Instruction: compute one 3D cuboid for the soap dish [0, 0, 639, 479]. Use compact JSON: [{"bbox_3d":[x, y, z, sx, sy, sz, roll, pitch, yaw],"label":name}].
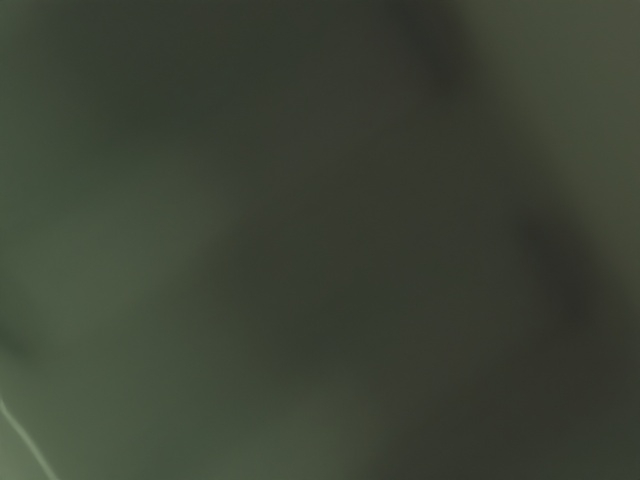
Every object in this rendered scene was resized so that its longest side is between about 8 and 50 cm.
[{"bbox_3d":[-0.019,-0.014,0.364,0.291,0.229,0.118,58,-9,-16],"label":"soap dish"}]
